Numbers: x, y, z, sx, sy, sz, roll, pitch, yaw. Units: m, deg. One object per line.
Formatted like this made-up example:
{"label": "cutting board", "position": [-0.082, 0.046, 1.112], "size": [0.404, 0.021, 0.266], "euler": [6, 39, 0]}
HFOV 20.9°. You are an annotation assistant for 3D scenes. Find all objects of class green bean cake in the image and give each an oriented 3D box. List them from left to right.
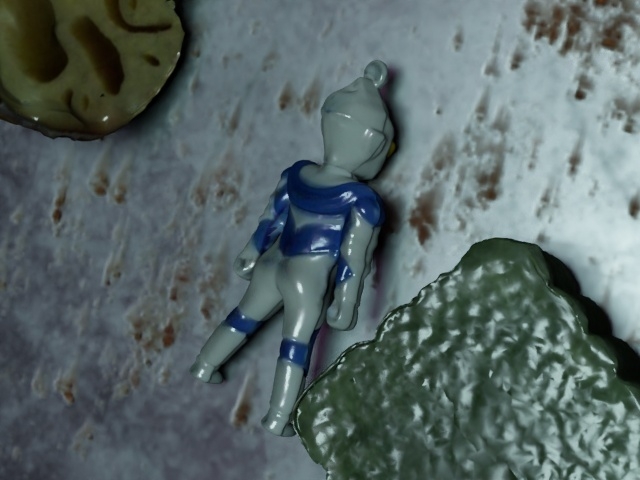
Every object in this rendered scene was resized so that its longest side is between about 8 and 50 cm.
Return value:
{"label": "green bean cake", "position": [0.102, 0.114, 0.988], "size": [0.183, 0.094, 0.185], "euler": [-41, 74, 15]}

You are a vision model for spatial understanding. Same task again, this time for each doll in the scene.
{"label": "doll", "position": [0.000, 0.000, 1.049], "size": [0.114, 0.057, 0.227], "euler": [30, 101, 50]}

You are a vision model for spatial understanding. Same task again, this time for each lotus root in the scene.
{"label": "lotus root", "position": [-0.188, -0.176, 1.098], "size": [0.188, 0.199, 0.180], "euler": [-43, 32, -21]}
